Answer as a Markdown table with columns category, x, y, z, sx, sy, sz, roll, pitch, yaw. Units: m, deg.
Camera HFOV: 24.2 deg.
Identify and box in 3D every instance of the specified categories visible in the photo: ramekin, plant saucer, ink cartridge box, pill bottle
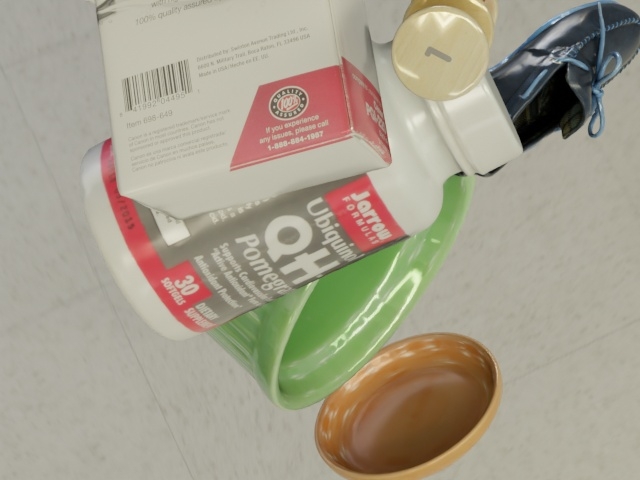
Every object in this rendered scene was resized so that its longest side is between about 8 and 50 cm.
| category | x | y | z | sx | sy | sz | roll | pitch | yaw |
| --- | --- | --- | --- | --- | --- | --- | --- | --- | --- |
| ramekin | 0.000 | 0.000 | 1.440 | 0.148 | 0.303 | 0.303 | 36 | 75 | 21 |
| plant saucer | 0.091 | 0.173 | 1.493 | 0.200 | 0.200 | 0.037 | -36 | 121 | -12 |
| ink cartridge box | -0.055 | -0.139 | 0.947 | 0.159 | 0.092 | 0.217 | -14 | 75 | 17 |
| pill bottle | -0.012 | -0.060 | 1.173 | 0.319 | 0.176 | 0.176 | -25 | 74 | 11 |

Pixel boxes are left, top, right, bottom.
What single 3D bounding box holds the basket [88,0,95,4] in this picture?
| category | x | y | z | sx | sy | sz | roll | pitch | yaw |
| --- | --- | --- | --- | --- | --- | --- | --- | --- | --- |
| basket | -0.176 | -0.412 | 1.470 | 0.331 | 0.266 | 0.328 | 14 | 110 | -32 |

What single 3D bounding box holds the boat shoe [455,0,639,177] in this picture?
| category | x | y | z | sx | sy | sz | roll | pitch | yaw |
| --- | --- | --- | --- | --- | --- | --- | --- | --- | --- |
| boat shoe | 0.202 | -0.118 | 1.303 | 0.258 | 0.109 | 0.089 | -38 | 47 | -22 |

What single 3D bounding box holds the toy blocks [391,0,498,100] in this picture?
| category | x | y | z | sx | sy | sz | roll | pitch | yaw |
| --- | --- | --- | --- | --- | --- | --- | --- | --- | --- |
| toy blocks | 0.058 | -0.155 | 0.847 | 0.054 | 0.148 | 0.123 | -25 | 107 | 18 |
